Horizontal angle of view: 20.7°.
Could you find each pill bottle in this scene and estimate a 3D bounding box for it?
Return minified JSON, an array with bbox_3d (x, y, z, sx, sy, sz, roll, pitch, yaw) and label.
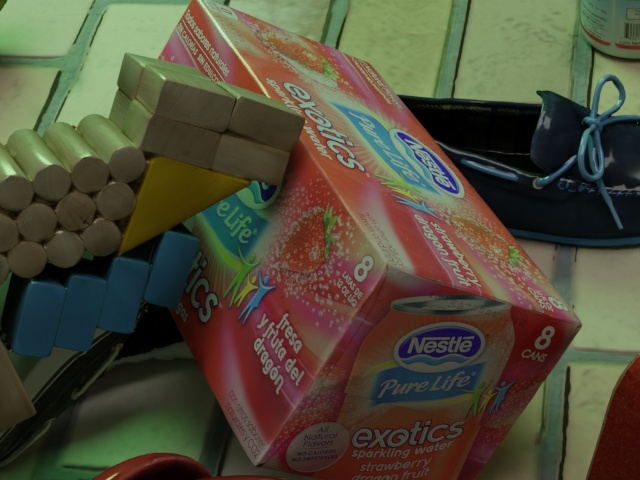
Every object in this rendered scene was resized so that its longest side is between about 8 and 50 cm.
[{"bbox_3d":[0.237,-0.223,1.306,0.087,0.160,0.087,-3,40,3],"label":"pill bottle"}]

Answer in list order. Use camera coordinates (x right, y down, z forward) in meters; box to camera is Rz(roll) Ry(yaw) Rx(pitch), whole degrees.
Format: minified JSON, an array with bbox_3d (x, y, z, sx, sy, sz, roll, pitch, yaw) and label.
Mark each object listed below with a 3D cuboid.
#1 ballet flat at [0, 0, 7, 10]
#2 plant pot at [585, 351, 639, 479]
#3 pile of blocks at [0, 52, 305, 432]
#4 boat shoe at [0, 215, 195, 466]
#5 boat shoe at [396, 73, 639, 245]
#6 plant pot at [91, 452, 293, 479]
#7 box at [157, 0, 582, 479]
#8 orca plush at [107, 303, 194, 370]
[{"bbox_3d":[-0.371,-0.124,1.324,0.348,0.123,0.123,-22,43,-19],"label":"ballet flat"},{"bbox_3d":[0.288,0.144,0.810,0.267,0.267,0.236,-31,58,-27],"label":"plant pot"},{"bbox_3d":[-0.181,0.010,0.956,0.362,0.149,0.112,-23,23,-12],"label":"pile of blocks"},{"bbox_3d":[-0.152,0.048,1.029,0.219,0.070,0.078,-46,65,0],"label":"boat shoe"},{"bbox_3d":[0.151,-0.053,1.172,0.258,0.089,0.109,-1,40,6],"label":"boat shoe"},{"bbox_3d":[-0.045,0.197,0.826,0.174,0.191,0.191,16,45,28],"label":"plant pot"},{"bbox_3d":[0.000,0.000,1.047,0.154,0.142,0.300,17,25,-36],"label":"box"},{"bbox_3d":[-0.190,0.048,1.088,0.287,0.102,0.151,2,41,9],"label":"orca plush"}]
